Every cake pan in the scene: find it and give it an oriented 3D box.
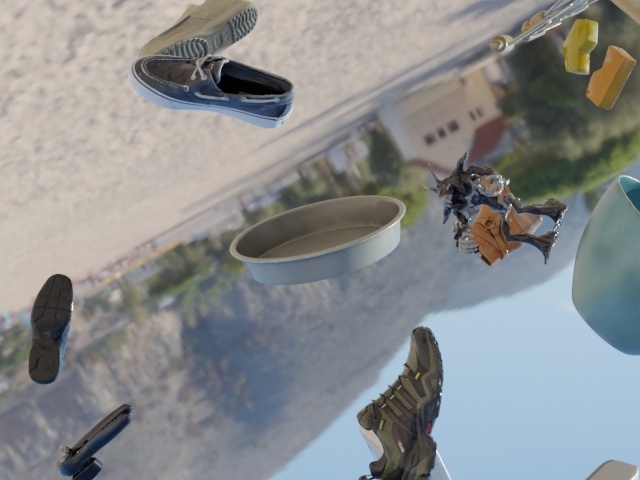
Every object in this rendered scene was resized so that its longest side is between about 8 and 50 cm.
[{"bbox_3d":[0.000,0.000,1.917,0.293,0.054,0.293,-13,-164,4],"label":"cake pan"}]

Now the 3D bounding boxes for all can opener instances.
[{"bbox_3d":[-0.384,0.343,2.011,0.186,0.073,0.059,-47,-147,15],"label":"can opener"}]

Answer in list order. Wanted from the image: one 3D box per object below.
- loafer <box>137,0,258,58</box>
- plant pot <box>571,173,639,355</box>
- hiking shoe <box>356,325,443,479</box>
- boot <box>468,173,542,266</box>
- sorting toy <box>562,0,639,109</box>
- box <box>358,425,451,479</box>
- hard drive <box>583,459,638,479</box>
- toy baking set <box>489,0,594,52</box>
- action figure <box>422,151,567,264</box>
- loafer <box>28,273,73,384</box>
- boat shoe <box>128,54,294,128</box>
[{"bbox_3d":[-0.244,-0.390,2.251,0.268,0.092,0.102,-33,147,-25],"label":"loafer"},{"bbox_3d":[0.508,0.065,1.843,0.195,0.290,0.290,-49,175,22],"label":"plant pot"},{"bbox_3d":[0.108,0.226,1.615,0.114,0.227,0.086,5,168,4],"label":"hiking shoe"},{"bbox_3d":[0.346,-0.049,2.468,0.152,0.197,0.073,-41,150,-10],"label":"boot"},{"bbox_3d":[0.351,-0.309,1.277,0.041,0.229,0.307,10,120,-27],"label":"sorting toy"},{"bbox_3d":[0.160,0.405,2.144,0.091,0.170,0.130,-30,-162,-11],"label":"box"},{"bbox_3d":[0.287,0.454,1.333,0.047,0.353,0.233,13,-155,37],"label":"hard drive"},{"bbox_3d":[0.368,-0.368,1.960,0.197,0.030,0.256,-29,179,25],"label":"toy baking set"},{"bbox_3d":[0.312,-0.061,2.197,0.141,0.276,0.164,-47,154,-61],"label":"action figure"},{"bbox_3d":[-0.413,0.136,1.807,0.062,0.170,0.061,12,170,-4],"label":"loafer"},{"bbox_3d":[-0.193,-0.285,2.103,0.102,0.301,0.108,108,-1,-58],"label":"boat shoe"}]
